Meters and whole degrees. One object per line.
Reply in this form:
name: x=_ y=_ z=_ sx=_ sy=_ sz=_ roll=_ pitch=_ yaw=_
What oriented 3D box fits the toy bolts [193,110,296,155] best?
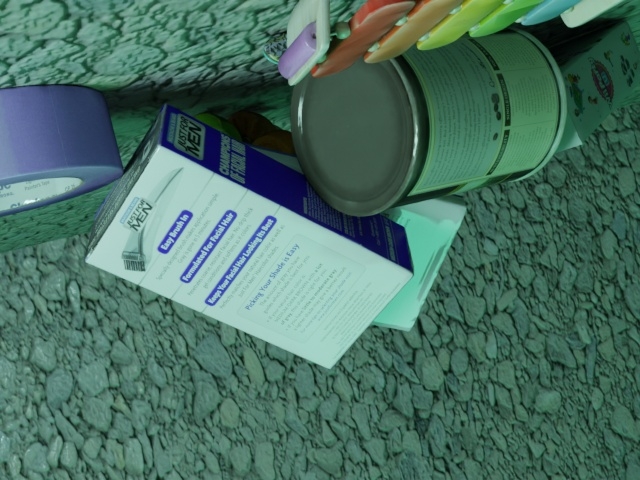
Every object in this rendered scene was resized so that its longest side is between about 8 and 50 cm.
toy bolts: x=-0.063 y=-0.062 z=1.346 sx=0.218 sy=0.228 sz=0.158 roll=10 pitch=-166 yaw=38

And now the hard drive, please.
hard drive: x=0.000 y=0.000 z=1.242 sx=0.319 sy=0.210 sz=0.040 roll=13 pitch=-148 yaw=-13

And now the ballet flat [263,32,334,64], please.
ballet flat: x=-0.015 y=-0.204 z=1.004 sx=0.041 sy=0.041 sz=0.114 roll=-16 pitch=177 yaw=35

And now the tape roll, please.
tape roll: x=-0.358 y=-0.084 z=1.042 sx=0.275 sy=0.090 sz=0.275 roll=-14 pitch=178 yaw=0

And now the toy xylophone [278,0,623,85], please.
toy xylophone: x=0.119 y=-0.217 z=0.816 sx=0.323 sy=0.081 sz=0.236 roll=-15 pitch=178 yaw=-9

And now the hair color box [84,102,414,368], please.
hair color box: x=-0.081 y=0.003 z=1.147 sx=0.339 sy=0.110 sz=0.185 roll=26 pitch=121 yaw=-22

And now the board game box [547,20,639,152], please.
board game box: x=0.311 y=-0.201 z=1.393 sx=0.224 sy=0.097 sz=0.303 roll=-17 pitch=-166 yaw=41

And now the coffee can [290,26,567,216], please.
coffee can: x=0.132 y=-0.149 z=1.149 sx=0.275 sy=0.201 sz=0.202 roll=-13 pitch=178 yaw=-41
